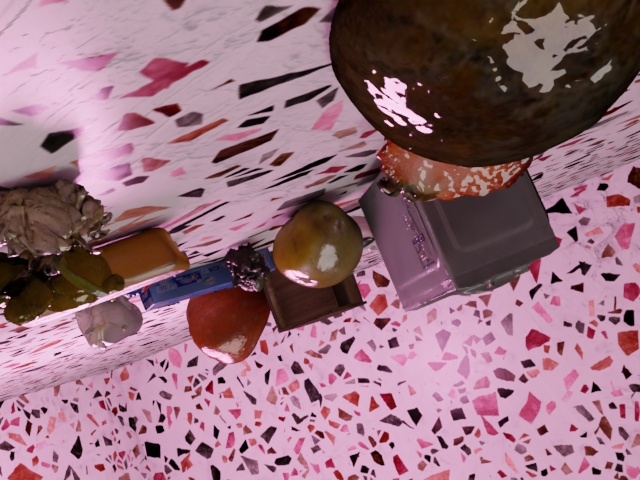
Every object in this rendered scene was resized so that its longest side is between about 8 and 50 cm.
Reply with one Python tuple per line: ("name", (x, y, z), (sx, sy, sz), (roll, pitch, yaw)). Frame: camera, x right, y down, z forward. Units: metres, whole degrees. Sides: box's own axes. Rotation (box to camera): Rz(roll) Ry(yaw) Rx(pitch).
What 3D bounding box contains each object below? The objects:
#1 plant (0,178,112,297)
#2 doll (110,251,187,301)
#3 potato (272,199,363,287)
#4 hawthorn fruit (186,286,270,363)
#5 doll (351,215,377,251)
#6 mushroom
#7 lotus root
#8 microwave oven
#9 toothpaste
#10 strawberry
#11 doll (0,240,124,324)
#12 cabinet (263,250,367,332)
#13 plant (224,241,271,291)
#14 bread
("plant", (-0.248, 0.006, 0.742), (0.116, 0.122, 0.104), (-24, -172, -35))
("doll", (-0.275, 0.051, 1.255), (0.142, 0.058, 0.099), (-25, 158, -1))
("potato", (0.000, 0.000, 1.347), (0.157, 0.157, 0.194), (-18, 160, -14))
("hawthorn fruit", (-0.197, 0.162, 1.867), (0.251, 0.199, 0.199), (-45, 169, 8))
("doll", (0.130, -0.035, 1.498), (0.208, 0.144, 0.271), (6, 159, -23))
("mushroom", (-0.400, 0.156, 1.553), (0.096, 0.099, 0.278), (-15, 176, 3))
("lotus root", (0.124, -0.135, 0.603), (0.210, 0.142, 0.314), (-18, 172, -5))
("microwave oven", (0.199, -0.032, 1.198), (0.181, 0.238, 0.295), (-20, 173, -10))
("toothpaste", (-0.225, 0.076, 1.600), (0.272, 0.053, 0.066), (-15, 167, -31))
("strawberry", (0.169, -0.137, 0.918), (0.235, 0.107, 0.175), (-25, 135, 31))
("doll", (-0.325, 0.032, 0.860), (0.209, 0.097, 0.137), (-2, -160, -46))
("cabinet", (-0.015, 0.093, 1.805), (0.148, 0.175, 0.215), (-23, 172, 22))
("plant", (-0.135, 0.058, 1.528), (0.085, 0.087, 0.174), (11, 166, 7))
("bread", (-0.296, 0.046, 1.062), (0.239, 0.074, 0.092), (-20, 171, -7))
